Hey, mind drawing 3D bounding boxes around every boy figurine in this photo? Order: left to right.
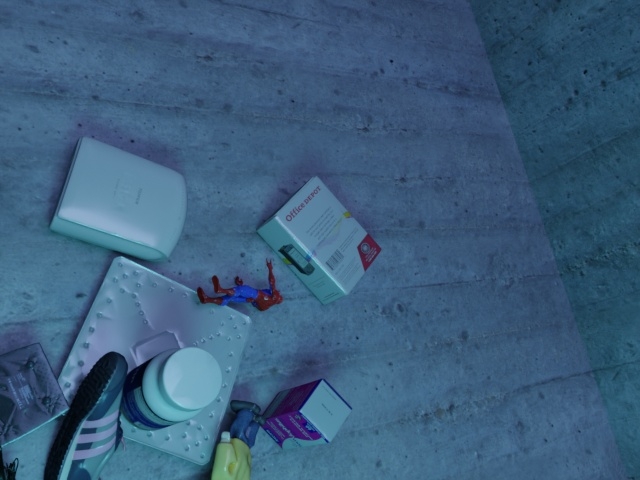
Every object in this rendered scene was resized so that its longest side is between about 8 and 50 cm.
[{"bbox_3d":[-0.209,0.528,1.514,0.177,0.092,0.285,73,28,-45],"label":"boy figurine"}]

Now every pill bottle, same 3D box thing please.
[{"bbox_3d":[-0.321,0.315,1.377,0.153,0.265,0.153,15,62,-30],"label":"pill bottle"}]

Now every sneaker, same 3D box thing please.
[{"bbox_3d":[-0.459,0.386,1.359,0.131,0.112,0.318,24,95,-36],"label":"sneaker"}]

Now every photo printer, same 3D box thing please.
[{"bbox_3d":[-0.485,-0.093,1.609,0.308,0.107,0.255,21,59,-26],"label":"photo printer"}]

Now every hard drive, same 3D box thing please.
[{"bbox_3d":[-0.662,0.332,1.302,0.255,0.054,0.171,-25,85,-25],"label":"hard drive"}]

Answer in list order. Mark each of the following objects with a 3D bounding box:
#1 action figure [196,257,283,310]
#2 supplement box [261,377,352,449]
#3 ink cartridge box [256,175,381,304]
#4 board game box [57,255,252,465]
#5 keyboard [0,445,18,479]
[{"bbox_3d":[-0.203,0.112,1.711,0.280,0.091,0.139,19,45,-50],"label":"action figure"},{"bbox_3d":[-0.044,0.437,1.613,0.111,0.220,0.114,48,52,-8],"label":"supplement box"},{"bbox_3d":[0.000,0.000,1.894,0.306,0.131,0.226,48,52,-7],"label":"ink cartridge box"},{"bbox_3d":[-0.390,0.287,1.546,0.390,0.050,0.389,29,57,-21],"label":"board game box"},{"bbox_3d":[-0.643,0.496,1.266,0.100,0.038,0.191,-6,97,-31],"label":"keyboard"}]
